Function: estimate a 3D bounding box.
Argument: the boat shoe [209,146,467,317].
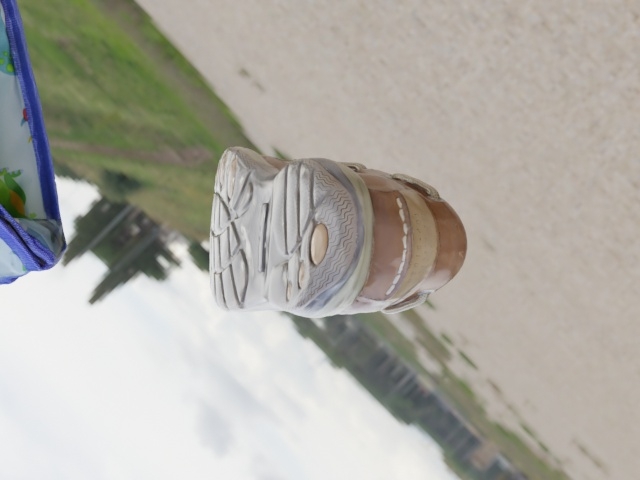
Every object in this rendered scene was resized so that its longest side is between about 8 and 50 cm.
[{"bbox_3d":[0.000,0.000,0.937,0.116,0.123,0.324,4,-174,-19],"label":"boat shoe"}]

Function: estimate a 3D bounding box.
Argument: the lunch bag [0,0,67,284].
[{"bbox_3d":[-0.175,-0.047,0.494,0.096,0.129,0.151,-57,-47,-57],"label":"lunch bag"}]
